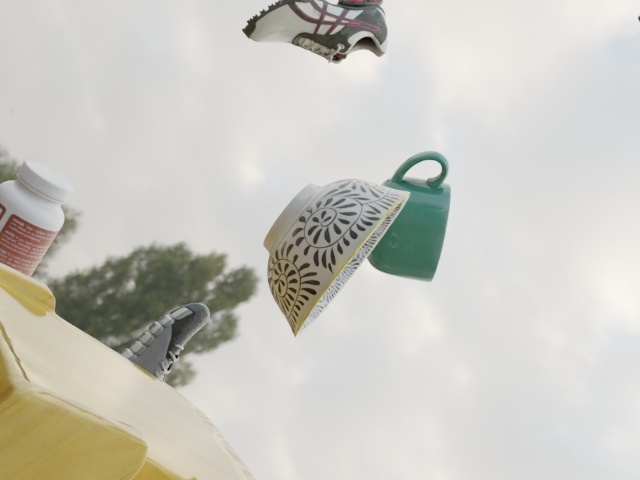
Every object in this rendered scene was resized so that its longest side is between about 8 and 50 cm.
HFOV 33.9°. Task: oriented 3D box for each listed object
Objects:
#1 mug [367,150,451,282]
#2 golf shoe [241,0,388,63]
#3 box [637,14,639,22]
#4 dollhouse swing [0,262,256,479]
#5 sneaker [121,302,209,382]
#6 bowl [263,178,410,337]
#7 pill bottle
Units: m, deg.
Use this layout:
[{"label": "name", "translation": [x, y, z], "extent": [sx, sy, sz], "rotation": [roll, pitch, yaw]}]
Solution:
[{"label": "mug", "translation": [0.109, -0.031, 1.354], "extent": [0.129, 0.097, 0.157], "rotation": [98, 3, -78]}, {"label": "golf shoe", "translation": [-0.001, -0.378, 1.884], "extent": [0.105, 0.273, 0.120], "rotation": [139, -63, -69]}, {"label": "box", "translation": [0.461, -0.264, 1.161], "extent": [0.093, 0.158, 0.156], "rotation": [57, 1, -2]}, {"label": "dollhouse swing", "translation": [-0.260, 0.208, 0.897], "extent": [0.305, 0.315, 0.347], "rotation": [56, -11, -30]}, {"label": "sneaker", "translation": [-0.232, 0.202, 1.536], "extent": [0.132, 0.229, 0.086], "rotation": [53, -1, 19]}, {"label": "bowl", "translation": [0.000, 0.000, 0.964], "extent": [0.080, 0.170, 0.170], "rotation": [37, -32, 6]}, {"label": "pill bottle", "translation": [-0.497, -0.018, 1.715], "extent": [0.216, 0.121, 0.121], "rotation": [-56, -134, 8]}]
